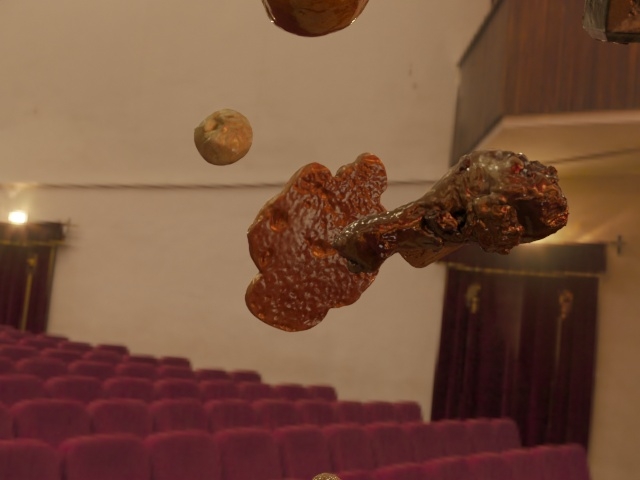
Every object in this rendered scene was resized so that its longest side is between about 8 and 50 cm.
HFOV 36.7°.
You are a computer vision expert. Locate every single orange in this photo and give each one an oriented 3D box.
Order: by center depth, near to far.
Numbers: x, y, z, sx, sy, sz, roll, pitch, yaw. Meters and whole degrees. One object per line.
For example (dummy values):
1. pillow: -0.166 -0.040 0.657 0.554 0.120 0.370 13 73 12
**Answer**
1. orange: -0.017 -0.510 1.755 0.235 0.279 0.279 -23 -5 -4

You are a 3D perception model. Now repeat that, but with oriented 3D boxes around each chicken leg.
1. chicken leg: 0.104 -0.021 0.791 0.198 0.084 0.069 -17 28 -4

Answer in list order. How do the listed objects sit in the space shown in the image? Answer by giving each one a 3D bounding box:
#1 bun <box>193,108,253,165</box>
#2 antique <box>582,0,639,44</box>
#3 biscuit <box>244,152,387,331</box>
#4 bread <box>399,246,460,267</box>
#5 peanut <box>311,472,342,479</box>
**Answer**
1. bun: -0.137 -0.149 1.356 0.086 0.086 0.055 5 -22 8
2. antique: 0.406 -0.350 1.264 0.088 0.182 0.086 0 17 -5
3. biscuit: -0.002 -0.001 1.800 0.269 0.376 0.051 32 5 -27
4. bread: 0.275 -0.034 2.056 0.139 0.077 0.271 40 -50 -21
5. peanut: 0.047 0.586 1.990 0.108 0.226 0.095 -4 -29 -43
